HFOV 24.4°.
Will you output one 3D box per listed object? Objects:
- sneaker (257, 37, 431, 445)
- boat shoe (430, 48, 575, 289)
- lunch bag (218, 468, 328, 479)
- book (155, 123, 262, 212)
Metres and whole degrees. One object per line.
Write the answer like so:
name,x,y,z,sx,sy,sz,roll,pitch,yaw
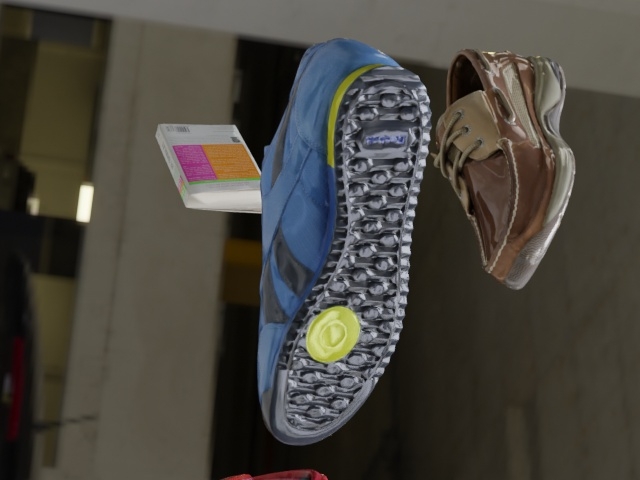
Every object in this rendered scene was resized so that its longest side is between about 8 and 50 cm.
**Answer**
sneaker,0.000,0.000,0.765,0.082,0.069,0.209,30,-66,54
boat shoe,0.156,-0.074,1.355,0.324,0.116,0.123,-83,-167,-56
lunch bag,-0.085,0.193,0.625,0.293,0.258,0.120,-34,109,-78
book,-0.126,-0.088,1.702,0.144,0.096,0.035,-117,-146,-48
